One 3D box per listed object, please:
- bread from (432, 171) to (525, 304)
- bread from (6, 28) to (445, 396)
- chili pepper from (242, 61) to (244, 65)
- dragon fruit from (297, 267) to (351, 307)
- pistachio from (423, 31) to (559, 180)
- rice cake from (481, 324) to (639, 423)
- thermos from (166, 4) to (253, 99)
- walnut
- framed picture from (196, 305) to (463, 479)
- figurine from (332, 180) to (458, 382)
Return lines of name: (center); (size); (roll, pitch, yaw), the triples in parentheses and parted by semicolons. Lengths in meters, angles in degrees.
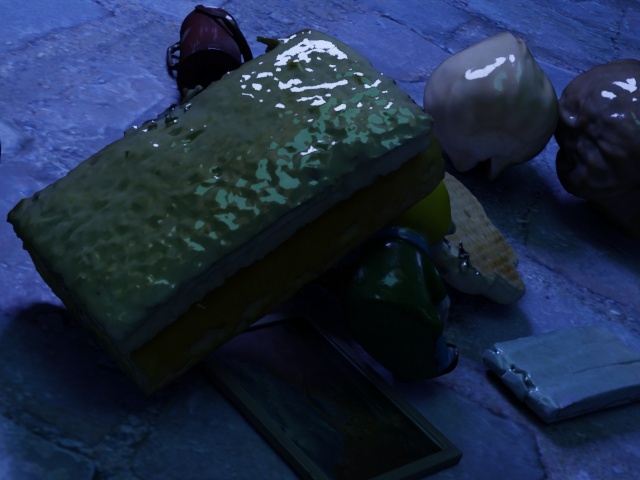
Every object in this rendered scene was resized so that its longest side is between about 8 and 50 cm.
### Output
bread: (0.133, -0.041, 1.497); (0.316, 0.054, 0.316); (37, 20, -16)
bread: (-0.090, -0.049, 1.162); (0.375, 0.165, 0.236); (-34, 53, -16)
chili pepper: (-0.067, -0.238, 1.807); (0.118, 0.035, 0.055); (36, 14, 17)
dragon fruit: (0.000, -0.001, 1.360); (0.236, 0.135, 0.137); (43, 39, -3)
pistachio: (0.247, -0.207, 1.789); (0.194, 0.213, 0.318); (15, 15, -8)
rice cake: (0.290, 0.151, 1.378); (0.211, 0.038, 0.124); (-9, 41, -43)
thermos: (-0.165, -0.277, 1.753); (0.124, 0.098, 0.232); (-20, 31, 5)
walnut: (0.462, -0.138, 1.771); (0.273, 0.227, 0.273); (36, 14, -10)
framed picture: (-0.002, 0.156, 1.193); (0.184, 0.016, 0.250); (-9, 41, -44)
figurine: (0.094, 0.018, 1.283); (0.185, 0.127, 0.234); (49, 31, -38)
